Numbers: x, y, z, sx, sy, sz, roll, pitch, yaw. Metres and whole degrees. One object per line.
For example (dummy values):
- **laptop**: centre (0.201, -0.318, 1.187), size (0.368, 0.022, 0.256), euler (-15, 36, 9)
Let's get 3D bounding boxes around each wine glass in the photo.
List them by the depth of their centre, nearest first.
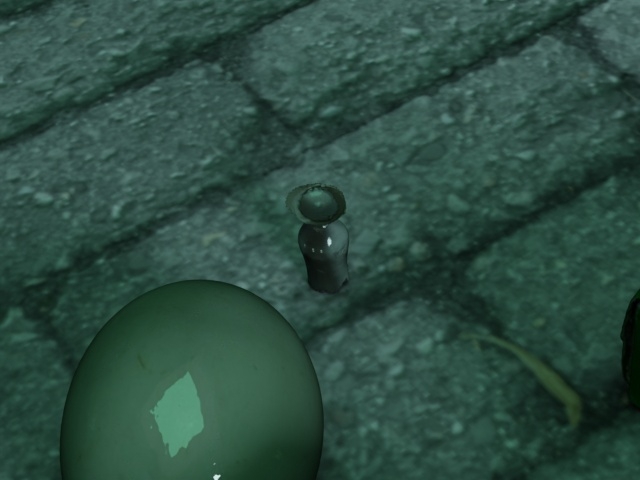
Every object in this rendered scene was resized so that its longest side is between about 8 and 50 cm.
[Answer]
- **wine glass**: centre (0.000, 0.000, 0.815), size (0.042, 0.083, 0.039), euler (3, 53, 8)

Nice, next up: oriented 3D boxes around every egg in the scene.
- **egg**: centre (-0.073, 0.111, 0.675), size (0.149, 0.149, 0.192), euler (-4, 49, 4)

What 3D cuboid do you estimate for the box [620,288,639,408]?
- **box**: centre (0.323, 0.067, 0.696), size (0.250, 0.103, 0.180), euler (28, 57, 30)
